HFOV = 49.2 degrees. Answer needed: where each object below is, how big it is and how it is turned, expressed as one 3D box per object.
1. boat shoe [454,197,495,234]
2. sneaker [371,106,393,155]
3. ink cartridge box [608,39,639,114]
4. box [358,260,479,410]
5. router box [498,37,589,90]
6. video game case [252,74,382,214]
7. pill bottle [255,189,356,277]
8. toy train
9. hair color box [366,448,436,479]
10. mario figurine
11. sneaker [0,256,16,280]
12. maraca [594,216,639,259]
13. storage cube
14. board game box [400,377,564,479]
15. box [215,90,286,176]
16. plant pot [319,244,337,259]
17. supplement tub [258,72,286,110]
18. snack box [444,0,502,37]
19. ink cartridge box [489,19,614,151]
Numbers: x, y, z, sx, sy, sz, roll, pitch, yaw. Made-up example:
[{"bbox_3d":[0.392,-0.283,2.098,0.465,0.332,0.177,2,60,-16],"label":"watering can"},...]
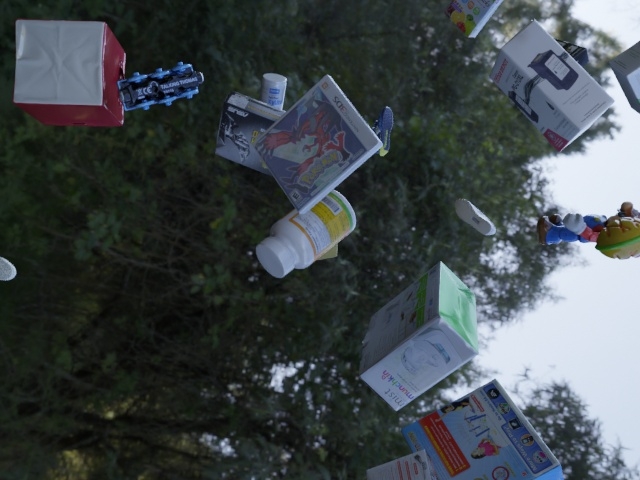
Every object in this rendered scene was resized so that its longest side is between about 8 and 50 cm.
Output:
[{"bbox_3d":[0.558,-0.084,2.512,0.184,0.063,0.066,41,-75,34],"label":"boat shoe"},{"bbox_3d":[0.175,-0.326,2.068,0.059,0.053,0.144,25,-67,40],"label":"sneaker"},{"bbox_3d":[0.798,-0.402,1.597,0.212,0.154,0.093,-36,-148,14],"label":"ink cartridge box"},{"bbox_3d":[0.214,0.202,1.530,0.231,0.127,0.262,-42,-170,22],"label":"box"},{"bbox_3d":[0.540,-0.418,1.707,0.179,0.046,0.133,-39,-139,-8],"label":"router box"},{"bbox_3d":[-0.011,-0.180,1.308,0.201,0.023,0.183,-41,-113,16],"label":"video game case"},{"bbox_3d":[-0.039,-0.015,1.743,0.246,0.136,0.136,-38,-179,-30],"label":"pill bottle"},{"bbox_3d":[-0.342,-0.324,1.479,0.105,0.184,0.080,15,-57,60],"label":"toy train"},{"bbox_3d":[0.206,0.607,1.772,0.167,0.053,0.093,-25,-144,14],"label":"hair color box"},{"bbox_3d":[0.773,-0.057,1.922,0.321,0.170,0.198,2,-137,38],"label":"mario figurine"},{"bbox_3d":[-0.802,0.056,1.710,0.084,0.152,0.058,-14,119,-85],"label":"sneaker"},{"bbox_3d":[0.758,-0.012,1.703,0.127,0.186,0.099,-171,-119,-78],"label":"maraca"},{"bbox_3d":[-0.541,-0.357,1.517,0.193,0.215,0.183,147,-56,-84],"label":"storage cube"},{"bbox_3d":[0.413,0.557,1.824,0.302,0.086,0.308,-27,-141,-2],"label":"board game box"},{"bbox_3d":[-0.146,-0.261,1.794,0.183,0.231,0.056,112,0,-47],"label":"box"},{"bbox_3d":[0.000,0.000,2.051,0.081,0.081,0.083,27,-63,43],"label":"plant pot"},{"bbox_3d":[-0.136,-0.407,1.965,0.071,0.071,0.107,-104,-159,-56],"label":"supplement tub"},{"bbox_3d":[0.390,-0.598,1.756,0.100,0.037,0.141,53,-51,19],"label":"snack box"},{"bbox_3d":[0.480,-0.324,1.481,0.100,0.237,0.172,-40,171,-1],"label":"ink cartridge box"}]
